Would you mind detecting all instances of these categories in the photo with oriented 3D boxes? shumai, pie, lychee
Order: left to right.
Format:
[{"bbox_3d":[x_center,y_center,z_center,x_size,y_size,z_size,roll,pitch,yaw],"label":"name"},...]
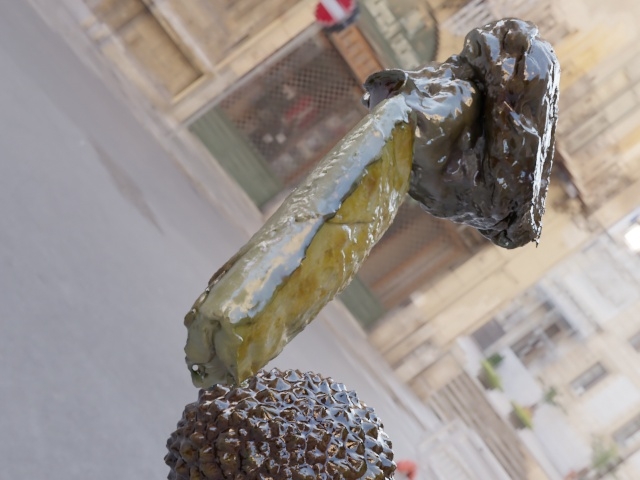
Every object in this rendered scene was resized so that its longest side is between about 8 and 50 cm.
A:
[{"bbox_3d":[-0.053,0.260,1.336,0.267,0.267,0.267,53,2,-3],"label":"lychee"},{"bbox_3d":[0.000,0.000,0.906,0.068,0.282,0.128,25,-35,20],"label":"pie"},{"bbox_3d":[0.130,-0.108,1.147,0.186,0.183,0.218,10,-24,15],"label":"shumai"}]
